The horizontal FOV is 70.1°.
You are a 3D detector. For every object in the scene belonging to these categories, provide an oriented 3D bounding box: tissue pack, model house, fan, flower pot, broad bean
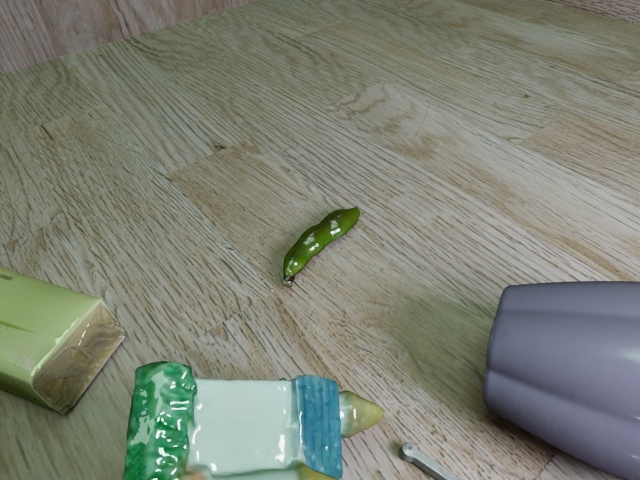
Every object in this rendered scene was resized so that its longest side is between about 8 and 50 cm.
[{"bbox_3d":[-0.477,0.157,0.746,0.234,0.125,0.159,13,47,17],"label":"tissue pack"},{"bbox_3d":[-0.063,0.260,0.554,0.324,0.267,0.194,4,64,-19],"label":"model house"},{"bbox_3d":[0.228,0.344,0.580,0.281,0.023,0.057,29,55,28],"label":"fan"},{"bbox_3d":[0.357,0.164,0.604,0.243,0.265,0.265,12,46,30],"label":"flower pot"},{"bbox_3d":[-0.004,-0.002,0.931,0.065,0.047,0.254,33,56,23],"label":"broad bean"}]
